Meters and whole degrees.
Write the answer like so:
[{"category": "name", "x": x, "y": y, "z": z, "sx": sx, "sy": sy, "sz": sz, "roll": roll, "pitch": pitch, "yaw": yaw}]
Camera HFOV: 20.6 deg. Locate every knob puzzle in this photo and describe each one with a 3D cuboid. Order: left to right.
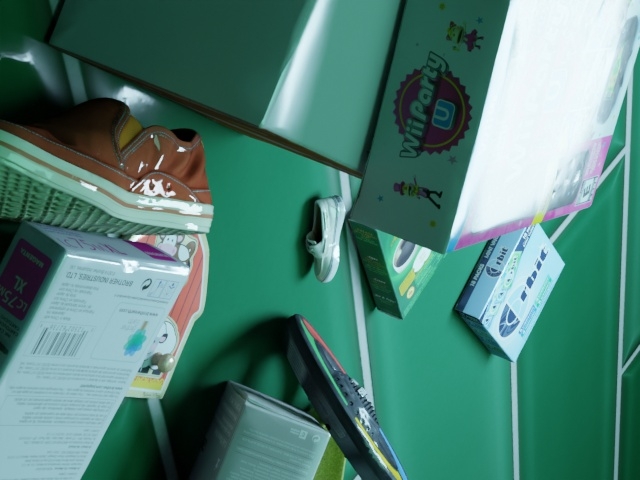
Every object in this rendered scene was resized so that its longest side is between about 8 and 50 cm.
[{"category": "knob puzzle", "x": -0.151, "y": 0.054, "z": 1.614, "sx": 0.213, "sy": 0.030, "sz": 0.213, "roll": -40, "pitch": 141, "yaw": -42}]

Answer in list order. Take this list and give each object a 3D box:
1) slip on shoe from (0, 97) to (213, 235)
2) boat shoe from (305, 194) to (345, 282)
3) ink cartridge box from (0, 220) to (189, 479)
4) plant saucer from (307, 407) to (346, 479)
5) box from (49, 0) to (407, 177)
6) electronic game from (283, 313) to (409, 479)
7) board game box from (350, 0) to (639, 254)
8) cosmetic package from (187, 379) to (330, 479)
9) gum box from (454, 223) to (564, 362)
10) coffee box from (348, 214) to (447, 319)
[{"category": "slip on shoe", "x": -0.191, "y": -0.064, "z": 1.386, "sx": 0.331, "sy": 0.123, "sz": 0.101, "roll": 10, "pitch": 79, "yaw": -62}, {"category": "boat shoe", "x": 0.000, "y": 0.000, "z": 1.844, "sx": 0.035, "sy": 0.035, "sz": 0.100, "roll": -8, "pitch": 124, "yaw": -28}, {"category": "ink cartridge box", "x": -0.242, "y": 0.138, "z": 1.452, "sx": 0.186, "sy": 0.065, "sz": 0.311, "roll": 13, "pitch": 105, "yaw": -62}, {"category": "plant saucer", "x": -0.027, "y": 0.278, "z": 1.955, "sx": 0.188, "sy": 0.045, "sz": 0.188, "roll": -41, "pitch": 144, "yaw": -57}, {"category": "box", "x": -0.024, "y": -0.165, "z": 1.475, "sx": 0.345, "sy": 0.215, "sz": 0.168, "roll": 21, "pitch": 92, "yaw": -62}, {"category": "electronic game", "x": 0.031, "y": 0.176, "z": 1.840, "sx": 0.048, "sy": 0.229, "sz": 0.229, "roll": -33, "pitch": 149, "yaw": 4}, {"category": "board game box", "x": 0.163, "y": -0.123, "z": 1.506, "sx": 0.303, "sy": 0.098, "sz": 0.224, "roll": -14, "pitch": 122, "yaw": -56}, {"category": "cosmetic package", "x": -0.085, "y": 0.273, "z": 1.764, "sx": 0.238, "sy": 0.107, "sz": 0.127, "roll": -66, "pitch": -167, "yaw": -2}, {"category": "gum box", "x": 0.251, "y": 0.059, "z": 2.315, "sx": 0.157, "sy": 0.041, "sz": 0.184, "roll": -61, "pitch": 151, "yaw": -11}, {"category": "coffee box", "x": 0.090, "y": -0.006, "z": 1.984, "sx": 0.113, "sy": 0.040, "sz": 0.184, "roll": -55, "pitch": 150, "yaw": -23}]
